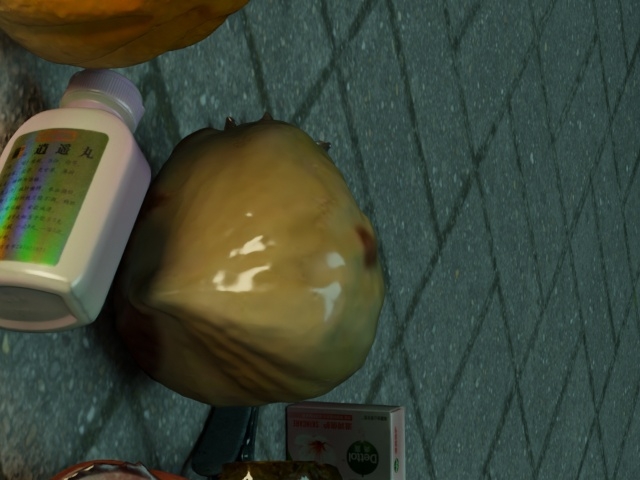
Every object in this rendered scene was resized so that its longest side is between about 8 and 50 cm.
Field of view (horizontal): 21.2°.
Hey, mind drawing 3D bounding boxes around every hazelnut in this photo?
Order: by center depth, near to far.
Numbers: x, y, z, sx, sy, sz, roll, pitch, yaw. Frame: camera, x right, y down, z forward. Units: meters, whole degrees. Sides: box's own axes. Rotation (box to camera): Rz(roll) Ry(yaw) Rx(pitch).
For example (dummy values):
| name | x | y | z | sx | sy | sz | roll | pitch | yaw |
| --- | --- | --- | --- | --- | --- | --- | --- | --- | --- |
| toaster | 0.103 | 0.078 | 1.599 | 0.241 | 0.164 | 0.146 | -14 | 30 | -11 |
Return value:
| name | x | y | z | sx | sy | sz | roll | pitch | yaw |
| --- | --- | --- | --- | --- | --- | --- | --- | --- | --- |
| hazelnut | -0.066 | 0.031 | 1.464 | 0.241 | 0.261 | 0.261 | 10 | 81 | -51 |

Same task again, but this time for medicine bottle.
| name | x | y | z | sx | sy | sz | roll | pitch | yaw |
| --- | --- | --- | --- | --- | --- | --- | --- | --- | --- |
| medicine bottle | -0.195 | -0.035 | 1.301 | 0.078 | 0.115 | 0.219 | 64 | 33 | -45 |

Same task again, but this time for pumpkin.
| name | x | y | z | sx | sy | sz | roll | pitch | yaw |
| --- | --- | --- | --- | --- | --- | --- | --- | --- | --- |
| pumpkin | -0.038 | 0.287 | 1.583 | 0.248 | 0.126 | 0.131 | 111 | -27 | -70 |

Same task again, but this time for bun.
| name | x | y | z | sx | sy | sz | roll | pitch | yaw |
| --- | --- | --- | --- | --- | --- | --- | --- | --- | --- |
| bun | -0.118 | -0.242 | 1.262 | 0.299 | 0.165 | 0.299 | -31 | 150 | -20 |

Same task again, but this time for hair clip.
| name | x | y | z | sx | sy | sz | roll | pitch | yaw |
| --- | --- | --- | --- | --- | --- | --- | --- | --- | --- |
| hair clip | -0.082 | 0.115 | 1.695 | 0.083 | 0.048 | 0.275 | 49 | 41 | -54 |

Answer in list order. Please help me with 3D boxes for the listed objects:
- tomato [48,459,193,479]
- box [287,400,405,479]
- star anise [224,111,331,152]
| name | x | y | z | sx | sy | sz | roll | pitch | yaw |
| --- | --- | --- | --- | --- | --- | --- | --- | --- | --- |
| tomato | -0.162 | 0.272 | 1.364 | 0.228 | 0.112 | 0.199 | 27 | 82 | -24 |
| box | 0.027 | 0.220 | 1.840 | 0.043 | 0.125 | 0.089 | -7 | 96 | -66 |
| star anise | -0.032 | -0.036 | 1.712 | 0.230 | 0.081 | 0.262 | 48 | 18 | -21 |
